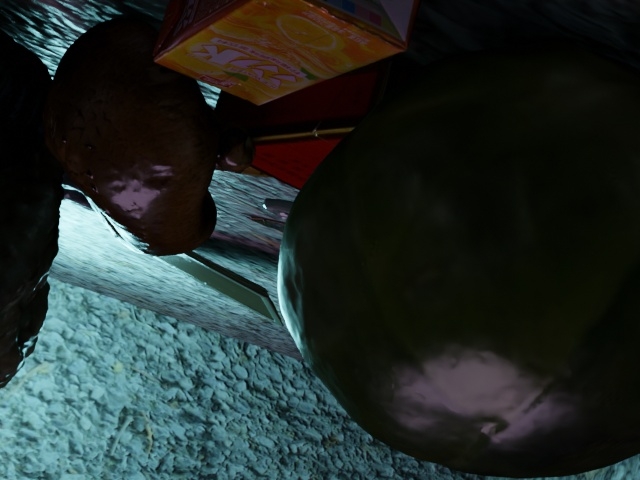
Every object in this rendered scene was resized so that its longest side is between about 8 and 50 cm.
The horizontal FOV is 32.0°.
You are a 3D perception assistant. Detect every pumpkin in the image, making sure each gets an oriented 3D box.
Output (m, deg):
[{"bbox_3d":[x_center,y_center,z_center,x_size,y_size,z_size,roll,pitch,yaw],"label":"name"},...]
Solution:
[{"bbox_3d":[-0.332,-0.149,1.001,0.202,0.140,0.202,28,176,2],"label":"pumpkin"}]

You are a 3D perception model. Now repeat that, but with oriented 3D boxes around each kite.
[{"bbox_3d":[0.000,0.000,1.584,0.241,0.014,0.183,16,168,8],"label":"kite"}]

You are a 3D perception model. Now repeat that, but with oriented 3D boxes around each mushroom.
[{"bbox_3d":[-0.162,-0.081,0.950,0.194,0.138,0.231,35,155,19],"label":"mushroom"}]

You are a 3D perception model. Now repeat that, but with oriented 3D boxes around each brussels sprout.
[{"bbox_3d":[0.158,0.018,0.766,0.354,0.281,0.289,0,142,-34],"label":"brussels sprout"}]

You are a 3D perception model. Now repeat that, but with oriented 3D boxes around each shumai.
[{"bbox_3d":[-0.417,0.032,1.195,0.395,0.395,0.348,12,142,17],"label":"shumai"}]

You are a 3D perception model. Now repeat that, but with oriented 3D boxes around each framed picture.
[{"bbox_3d":[-0.199,0.053,1.935,0.296,0.019,0.232,27,168,11],"label":"framed picture"}]

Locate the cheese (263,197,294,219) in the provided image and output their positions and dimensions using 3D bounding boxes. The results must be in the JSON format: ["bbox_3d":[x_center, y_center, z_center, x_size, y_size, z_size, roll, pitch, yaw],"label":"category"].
[{"bbox_3d":[0.041,-0.028,1.248,0.248,0.071,0.163,14,169,14],"label":"cheese"}]

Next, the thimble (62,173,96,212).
[{"bbox_3d":[-0.248,-0.085,1.294,0.150,0.098,0.150,16,169,3],"label":"thimble"}]

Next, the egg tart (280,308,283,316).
[{"bbox_3d":[0.127,0.202,1.967,0.443,0.178,0.443,15,170,2],"label":"egg tart"}]

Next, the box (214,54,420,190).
[{"bbox_3d":[0.028,-0.088,0.967,0.153,0.074,0.239,29,163,-34],"label":"box"}]

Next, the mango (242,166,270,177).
[{"bbox_3d":[-0.068,-0.092,1.094,0.114,0.057,0.079,16,-163,-34],"label":"mango"}]

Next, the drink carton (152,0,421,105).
[{"bbox_3d":[-0.027,-0.152,0.739,0.096,0.071,0.223,20,169,-24],"label":"drink carton"}]
